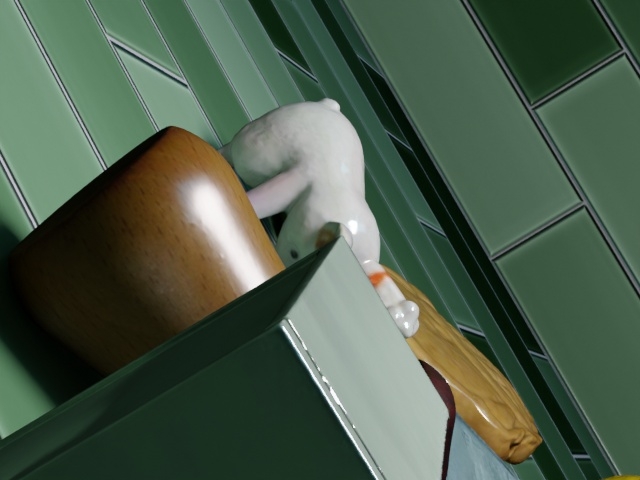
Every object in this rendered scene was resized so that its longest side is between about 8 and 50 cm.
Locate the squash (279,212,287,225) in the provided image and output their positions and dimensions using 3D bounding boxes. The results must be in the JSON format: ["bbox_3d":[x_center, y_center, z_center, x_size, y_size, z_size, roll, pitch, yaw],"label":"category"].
[{"bbox_3d":[0.003,-0.001,1.902,0.200,0.075,0.090,-107,-163,-50],"label":"squash"}]

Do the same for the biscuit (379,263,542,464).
[{"bbox_3d":[0.127,0.123,1.996,0.312,0.057,0.351,48,8,21],"label":"biscuit"}]

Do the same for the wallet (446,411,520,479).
[{"bbox_3d":[0.174,0.306,1.751,0.290,0.054,0.251,46,25,-38],"label":"wallet"}]

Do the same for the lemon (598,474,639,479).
[{"bbox_3d":[0.341,0.381,1.969,0.228,0.228,0.253,45,20,-53],"label":"lemon"}]

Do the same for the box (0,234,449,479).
[{"bbox_3d":[-0.064,0.118,0.799,0.117,0.225,0.225,58,10,-4],"label":"box"}]

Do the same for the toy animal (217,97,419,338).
[{"bbox_3d":[-0.007,-0.011,1.753,0.140,0.138,0.282,38,29,-43],"label":"toy animal"}]

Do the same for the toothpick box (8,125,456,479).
[{"bbox_3d":[-0.049,0.081,1.121,0.294,0.192,0.192,52,11,-9],"label":"toothpick box"}]
